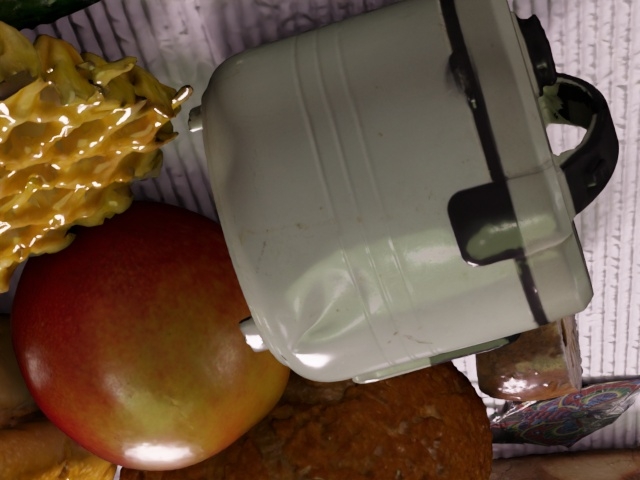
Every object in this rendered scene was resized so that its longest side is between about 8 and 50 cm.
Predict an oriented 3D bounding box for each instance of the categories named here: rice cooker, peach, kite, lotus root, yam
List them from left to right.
[{"bbox_3d":[-0.122,0.057,1.295,0.197,0.197,0.197,-8,152,-4],"label":"peach"},{"bbox_3d":[0.059,-0.035,1.142,0.244,0.226,0.226,-20,151,8],"label":"rice cooker"},{"bbox_3d":[0.159,0.163,1.743,0.285,0.015,0.152,3,148,-24],"label":"kite"},{"bbox_3d":[0.157,0.059,1.453,0.081,0.122,0.112,-5,146,8],"label":"lotus root"},{"bbox_3d":[0.245,0.268,1.850,0.238,0.128,0.129,-5,124,-19],"label":"yam"}]

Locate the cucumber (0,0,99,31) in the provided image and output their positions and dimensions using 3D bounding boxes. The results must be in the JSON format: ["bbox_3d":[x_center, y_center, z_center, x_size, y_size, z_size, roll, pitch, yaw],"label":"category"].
[{"bbox_3d":[-0.196,-0.138,1.025,0.227,0.069,0.069,-14,152,13],"label":"cucumber"}]

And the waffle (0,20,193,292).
[{"bbox_3d":[-0.218,-0.033,1.084,0.329,0.062,0.329,-25,164,-7],"label":"waffle"}]

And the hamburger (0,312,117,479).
[{"bbox_3d":[-0.309,0.167,1.388,0.290,0.170,0.314,-30,168,23],"label":"hamburger"}]

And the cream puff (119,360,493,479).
[{"bbox_3d":[-0.019,0.164,1.446,0.303,0.303,0.212,-21,108,18],"label":"cream puff"}]
